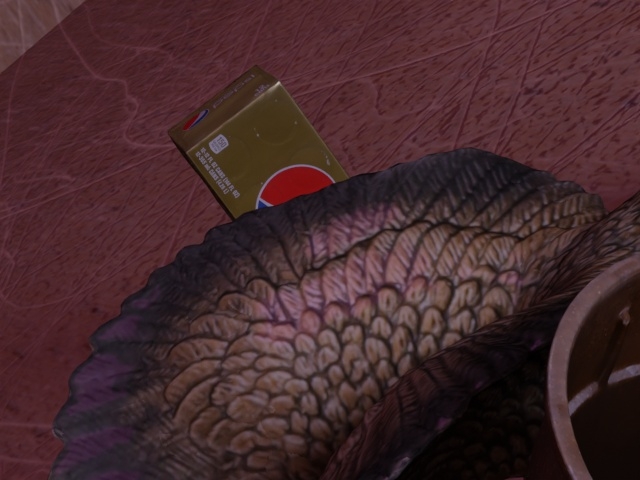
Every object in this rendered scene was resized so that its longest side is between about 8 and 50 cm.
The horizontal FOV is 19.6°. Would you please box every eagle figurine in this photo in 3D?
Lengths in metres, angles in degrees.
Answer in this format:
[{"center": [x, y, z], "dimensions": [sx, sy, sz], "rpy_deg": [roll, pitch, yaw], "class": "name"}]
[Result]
[{"center": [0.066, 0.058, 0.683], "dimensions": [0.226, 0.298, 0.225], "rpy_deg": [120, 146, -56], "class": "eagle figurine"}]

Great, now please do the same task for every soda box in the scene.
[{"center": [0.000, 0.000, 0.969], "dimensions": [0.061, 0.181, 0.058], "rpy_deg": [-38, 20, -4], "class": "soda box"}]

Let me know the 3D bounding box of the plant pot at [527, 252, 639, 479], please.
[{"center": [0.116, 0.116, 0.523], "dimensions": [0.167, 0.167, 0.165], "rpy_deg": [-65, -4, -52], "class": "plant pot"}]
